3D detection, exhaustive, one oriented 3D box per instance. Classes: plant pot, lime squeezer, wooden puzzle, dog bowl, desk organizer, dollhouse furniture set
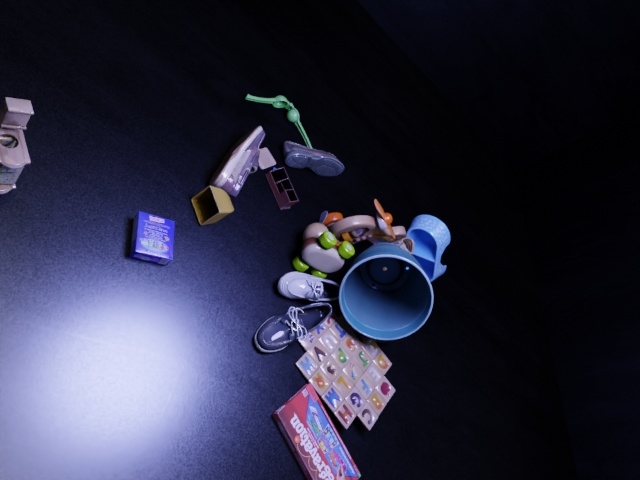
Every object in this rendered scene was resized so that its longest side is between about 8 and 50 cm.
[{"bbox_3d":[0.203,0.128,1.431,0.272,0.271,0.255,51,18,-10],"label":"plant pot"},{"bbox_3d":[-0.125,-0.462,1.668,0.310,0.058,0.110,36,43,-27],"label":"lime squeezer"},{"bbox_3d":[-0.284,-0.093,1.240,0.083,0.081,0.082,-3,68,-59],"label":"plant pot"},{"bbox_3d":[-0.189,-0.272,1.511,0.078,0.014,0.116,-24,84,-47],"label":"wooden puzzle"},{"bbox_3d":[0.403,0.044,1.765,0.074,0.165,0.297,-41,141,-37],"label":"dog bowl"},{"bbox_3d":[-0.124,-0.172,1.484,0.047,0.050,0.130,-13,76,-50],"label":"desk organizer"},{"bbox_3d":[-0.631,-0.170,0.828,0.160,0.181,0.101,-8,72,-50],"label":"dollhouse furniture set"}]

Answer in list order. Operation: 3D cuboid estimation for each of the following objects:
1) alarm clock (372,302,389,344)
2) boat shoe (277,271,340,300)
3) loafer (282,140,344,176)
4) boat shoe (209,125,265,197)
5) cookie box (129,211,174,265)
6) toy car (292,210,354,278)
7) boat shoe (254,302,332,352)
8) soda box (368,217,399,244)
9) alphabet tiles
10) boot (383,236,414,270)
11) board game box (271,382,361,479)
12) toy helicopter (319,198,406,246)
[{"bbox_3d":[0.196,0.290,1.519,0.129,0.064,0.192,49,40,-10],"label":"alarm clock"},{"bbox_3d":[-0.021,0.139,1.353,0.227,0.081,0.079,11,84,-44],"label":"boat shoe"},{"bbox_3d":[-0.021,-0.303,1.651,0.267,0.096,0.084,7,55,-43],"label":"loafer"},{"bbox_3d":[-0.233,-0.238,1.377,0.092,0.102,0.285,46,44,-24],"label":"boat shoe"},{"bbox_3d":[-0.399,-0.004,1.085,0.091,0.040,0.107,19,53,-39],"label":"cookie box"},{"bbox_3d":[0.000,0.000,1.442,0.148,0.155,0.189,28,35,-33],"label":"toy car"},{"bbox_3d":[-0.067,0.231,1.249,0.254,0.079,0.095,-12,72,-44],"label":"boat shoe"},{"bbox_3d":[0.245,-0.006,1.765,0.183,0.063,0.058,36,44,-27],"label":"soda box"},{"bbox_3d":[0.078,0.366,1.346,0.343,0.011,0.285,52,44,0],"label":"alphabet tiles"},{"bbox_3d":[0.242,0.065,1.632,0.077,0.165,0.213,56,37,-2],"label":"boot"},{"bbox_3d":[-0.006,0.530,1.175,0.145,0.027,0.281,-27,87,-50],"label":"board game box"},{"bbox_3d":[0.186,-0.042,1.578,0.354,0.235,0.140,4,63,-43],"label":"toy helicopter"}]
